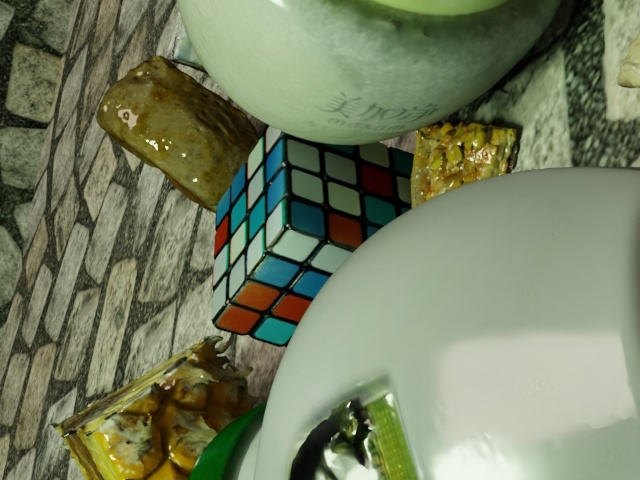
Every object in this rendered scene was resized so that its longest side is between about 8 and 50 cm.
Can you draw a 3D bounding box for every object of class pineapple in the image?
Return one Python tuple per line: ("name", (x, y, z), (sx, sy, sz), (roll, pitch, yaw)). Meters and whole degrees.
("pineapple", (-0.105, 0.252, 1.271), (0.209, 0.286, 0.344), (-32, 4, -19))

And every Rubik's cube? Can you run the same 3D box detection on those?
("Rubik's cube", (0.000, 0.000, 1.151), (0.155, 0.154, 0.151), (-50, 32, 42))

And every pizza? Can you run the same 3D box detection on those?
("pizza", (0.117, -0.053, 1.067), (0.131, 0.041, 0.178), (-38, 41, 52))

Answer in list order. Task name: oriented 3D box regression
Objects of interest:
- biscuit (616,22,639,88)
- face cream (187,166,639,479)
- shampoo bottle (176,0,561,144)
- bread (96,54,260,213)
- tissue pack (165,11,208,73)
("biscuit", (0.257, -0.198, 0.825), (0.061, 0.055, 0.219), (28, 100, 50))
("face cream", (0.097, 0.134, 0.682), (0.357, 0.219, 0.313), (-36, 66, 46))
("shampoo bottle", (0.037, -0.247, 1.024), (0.317, 0.322, 0.323), (130, 149, -58))
("bread", (-0.165, -0.131, 1.555), (0.123, 0.230, 0.230), (-53, 23, -2))
("tissue pack", (-0.102, -0.252, 1.558), (0.065, 0.155, 0.116), (8, 81, 65))
